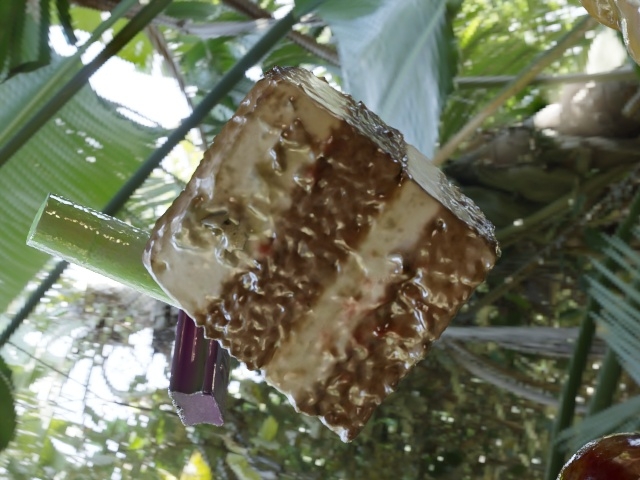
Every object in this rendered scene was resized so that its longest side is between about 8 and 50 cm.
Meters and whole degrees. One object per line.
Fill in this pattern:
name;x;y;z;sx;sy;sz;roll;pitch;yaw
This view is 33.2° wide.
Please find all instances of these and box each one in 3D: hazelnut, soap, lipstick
hazelnut;0.385;0.344;1.328;0.178;0.178;0.204;-20;-93;-35
soap;-0.164;0.148;1.515;0.122;0.065;0.203;82;-170;-58
lipstick;-0.205;0.031;1.318;0.304;0.076;0.076;25;-106;-17

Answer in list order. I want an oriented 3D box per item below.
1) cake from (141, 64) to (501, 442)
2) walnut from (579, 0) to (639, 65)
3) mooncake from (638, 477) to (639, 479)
cake;0.000;0.000;1.071;0.290;0.282;0.256;35;-78;-4
walnut;0.307;-0.259;0.680;0.306;0.306;0.344;3;-52;-36
mooncake;0.303;0.211;0.458;0.378;0.378;0.201;60;-139;-20
